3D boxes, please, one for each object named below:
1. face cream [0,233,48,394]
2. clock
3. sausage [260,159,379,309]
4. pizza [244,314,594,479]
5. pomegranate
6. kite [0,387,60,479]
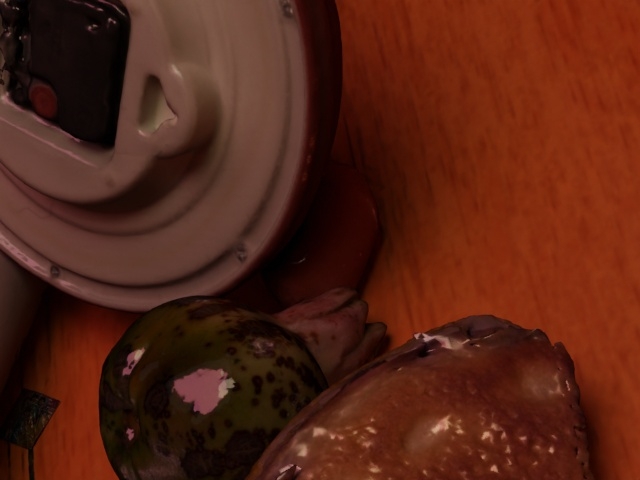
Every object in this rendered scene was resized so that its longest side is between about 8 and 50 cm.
[{"bbox_3d":[-0.226,0.075,1.200,0.143,0.089,0.314,128,159,-54],"label":"face cream"},{"bbox_3d":[-0.128,-0.108,1.099,0.319,0.318,0.080,3,18,37],"label":"clock"},{"bbox_3d":[0.000,0.000,1.128,0.059,0.054,0.094,-16,49,55],"label":"sausage"},{"bbox_3d":[0.028,0.160,0.949,0.161,0.085,0.305,33,64,12],"label":"pizza"},{"bbox_3d":[-0.043,0.075,1.053,0.163,0.125,0.138,-55,33,-13],"label":"pomegranate"},{"bbox_3d":[-0.182,0.122,1.202,0.044,0.002,0.078,-9,53,30],"label":"kite"}]
